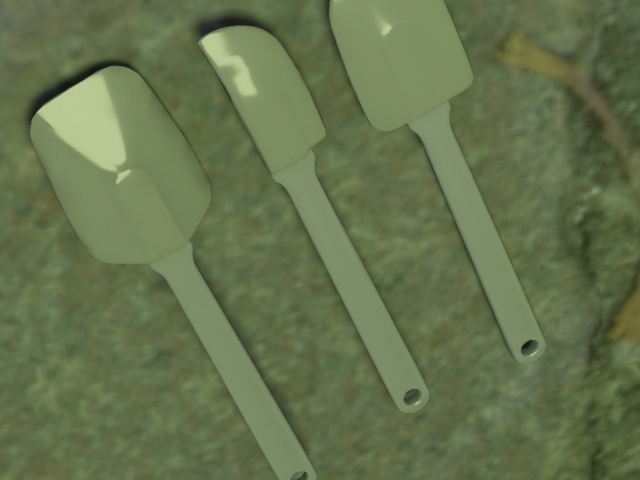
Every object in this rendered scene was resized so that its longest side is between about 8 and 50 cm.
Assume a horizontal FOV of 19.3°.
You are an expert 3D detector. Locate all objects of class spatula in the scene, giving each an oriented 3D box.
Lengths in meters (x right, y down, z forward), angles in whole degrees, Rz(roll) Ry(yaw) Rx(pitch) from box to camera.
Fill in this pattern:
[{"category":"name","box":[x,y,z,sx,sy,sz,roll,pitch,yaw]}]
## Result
[{"category":"spatula","box":[0.000,0.000,0.774,0.168,0.019,0.242,-31,131,-5]}]
